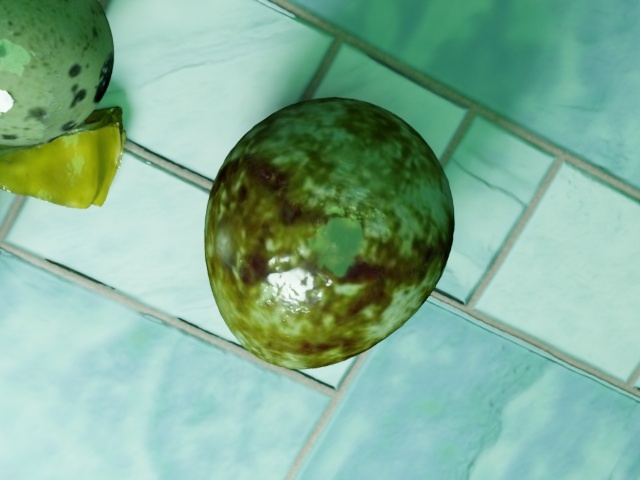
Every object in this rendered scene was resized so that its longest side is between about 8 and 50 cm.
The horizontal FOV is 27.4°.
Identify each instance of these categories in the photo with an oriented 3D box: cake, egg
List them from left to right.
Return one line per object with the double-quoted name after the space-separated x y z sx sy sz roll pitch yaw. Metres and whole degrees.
-0.302 -0.179 1.200 0.228 0.177 0.177 14 108 3 "egg"
-0.270 -0.095 1.273 0.185 0.080 0.116 25 103 -27 "cake"
0.000 0.000 1.280 0.238 0.238 0.289 21 116 -16 "egg"
